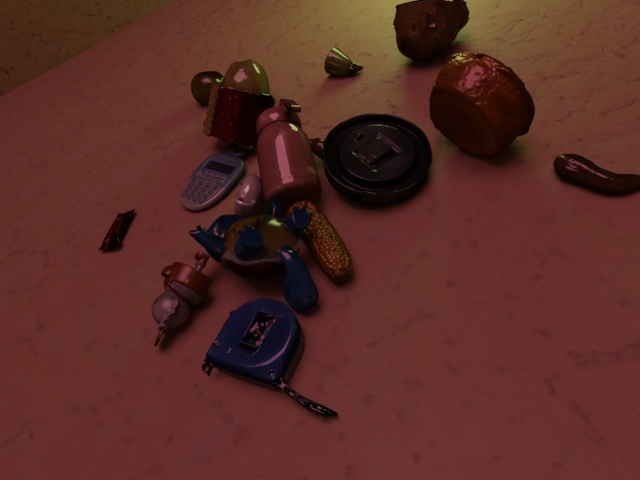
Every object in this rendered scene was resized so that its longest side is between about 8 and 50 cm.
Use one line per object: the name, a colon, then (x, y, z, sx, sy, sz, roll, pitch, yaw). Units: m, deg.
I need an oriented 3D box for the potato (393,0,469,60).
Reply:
potato: (0.402, -0.769, 1.802, 0.299, 0.197, 0.246, -20, 25, -36)

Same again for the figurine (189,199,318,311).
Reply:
figurine: (-0.154, 0.006, 1.296, 0.416, 0.243, 0.297, 29, 47, 36)

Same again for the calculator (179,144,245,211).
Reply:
calculator: (-0.364, -0.219, 1.693, 0.188, 0.042, 0.303, 19, 60, 33)

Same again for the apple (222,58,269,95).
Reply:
apple: (-0.287, -0.589, 1.884, 0.199, 0.200, 0.200, -10, 48, 12)

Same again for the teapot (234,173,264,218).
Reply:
teapot: (-0.216, -0.129, 1.493, 0.092, 0.145, 0.226, 16, 11, -7)

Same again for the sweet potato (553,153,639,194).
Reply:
sweet potato: (0.704, -0.165, 1.246, 0.232, 0.062, 0.081, 27, 63, 32)

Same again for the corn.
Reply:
corn: (0.004, -0.003, 1.339, 0.101, 0.102, 0.313, -31, 50, -7)

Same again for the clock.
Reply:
clock: (0.166, -0.245, 1.454, 0.324, 0.067, 0.326, -1, 57, 2)

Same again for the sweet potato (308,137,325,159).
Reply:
sweet potato: (0.065, -0.269, 1.561, 0.269, 0.075, 0.075, 21, 59, 13)

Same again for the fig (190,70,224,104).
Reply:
fig: (-0.466, -0.643, 2.040, 0.152, 0.121, 0.136, -22, 42, 1)

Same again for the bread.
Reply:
bread: (0.442, -0.372, 1.368, 0.172, 0.312, 0.312, -49, 51, -5)

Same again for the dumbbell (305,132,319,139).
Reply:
dumbbell: (-0.100, -0.299, 1.626, 0.208, 0.099, 0.099, -20, 47, 4)

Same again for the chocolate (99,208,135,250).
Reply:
chocolate: (-0.687, -0.037, 1.664, 0.085, 0.028, 0.183, -14, 46, 19)

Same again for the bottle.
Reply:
bottle: (-0.098, -0.262, 1.467, 0.172, 0.206, 0.297, -1, 67, -26)

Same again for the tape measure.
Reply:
tape measure: (-0.089, 0.260, 1.148, 0.350, 0.098, 0.215, 12, 57, 25)

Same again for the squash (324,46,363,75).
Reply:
squash: (0.095, -0.672, 1.897, 0.132, 0.105, 0.105, 31, 65, 17)

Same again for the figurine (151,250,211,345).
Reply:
figurine: (-0.376, 0.156, 1.327, 0.143, 0.143, 0.272, 3, 72, 22)

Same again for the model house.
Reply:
model house: (-0.316, -0.448, 1.740, 0.253, 0.160, 0.196, 21, 105, 30)
